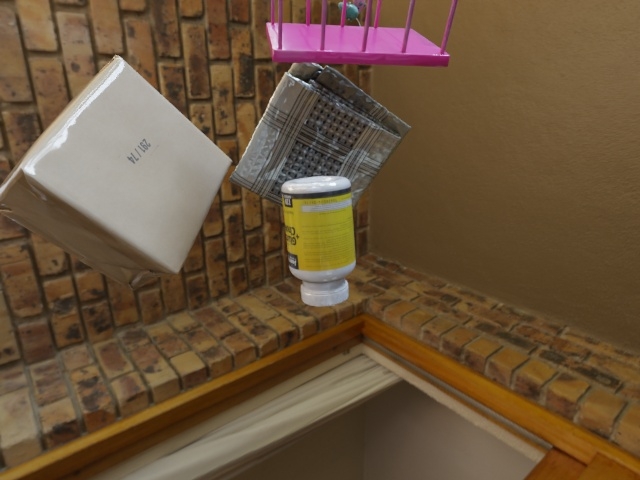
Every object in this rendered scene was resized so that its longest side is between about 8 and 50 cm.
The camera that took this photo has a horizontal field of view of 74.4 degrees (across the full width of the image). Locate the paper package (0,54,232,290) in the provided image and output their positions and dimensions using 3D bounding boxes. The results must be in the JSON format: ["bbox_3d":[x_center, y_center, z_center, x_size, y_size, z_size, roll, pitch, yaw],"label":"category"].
[{"bbox_3d":[-0.371,-0.121,0.818,0.168,0.309,0.325,-20,-139,37],"label":"paper package"}]

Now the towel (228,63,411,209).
[{"bbox_3d":[0.003,-0.200,0.951,0.324,0.312,0.056,-57,-157,19],"label":"towel"}]

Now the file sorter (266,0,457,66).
[{"bbox_3d":[0.060,-0.412,0.700,0.202,0.290,0.182,-104,-165,-51],"label":"file sorter"}]

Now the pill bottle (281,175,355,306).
[{"bbox_3d":[0.000,0.000,0.634,0.103,0.103,0.184,13,-68,50],"label":"pill bottle"}]

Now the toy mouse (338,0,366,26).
[{"bbox_3d":[0.091,-0.645,1.142,0.031,0.161,0.143,-4,-58,42],"label":"toy mouse"}]
